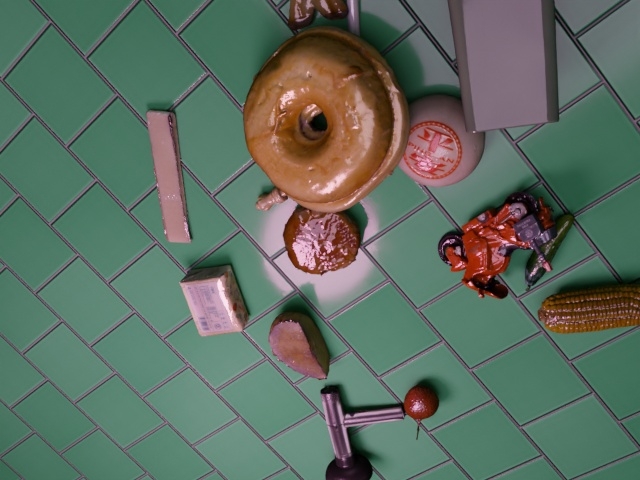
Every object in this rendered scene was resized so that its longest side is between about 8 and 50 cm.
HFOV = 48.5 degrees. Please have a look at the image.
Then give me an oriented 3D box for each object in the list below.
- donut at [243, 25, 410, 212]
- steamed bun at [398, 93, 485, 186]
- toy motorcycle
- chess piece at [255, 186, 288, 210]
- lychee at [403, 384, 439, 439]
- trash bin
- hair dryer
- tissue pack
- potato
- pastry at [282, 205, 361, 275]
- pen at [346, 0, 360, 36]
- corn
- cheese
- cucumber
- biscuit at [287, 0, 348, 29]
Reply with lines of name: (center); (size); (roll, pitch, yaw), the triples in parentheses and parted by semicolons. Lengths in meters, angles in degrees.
donut: (0.010, -0.284, 1.710); (0.448, 0.198, 0.449); (11, 112, 28)
steamed bun: (0.284, -0.235, 1.735); (0.231, 0.145, 0.232); (6, 118, 11)
toy motorcycle: (0.464, 0.026, 1.828); (0.325, 0.147, 0.221); (-35, 81, 36)
chess piece: (-0.107, -0.128, 1.941); (0.172, 0.060, 0.060); (-27, 107, 27)
lychee: (0.297, 0.495, 2.129); (0.101, 0.114, 0.140); (36, 140, 24)
trash bin: (0.407, -0.422, 1.564); (0.222, 0.158, 0.344); (-6, 103, 16)
hair dryer: (0.140, 0.618, 2.210); (0.283, 0.155, 0.321); (4, 109, 24)
tissue pack: (-0.314, 0.179, 2.126); (0.148, 0.092, 0.196); (-8, 116, 18)
potato: (-0.070, 0.307, 2.129); (0.138, 0.098, 0.243); (-13, 119, 23)
pastry: (0.000, 0.000, 1.953); (0.218, 0.100, 0.229); (36, 114, -10)
pen: (0.078, -0.549, 1.691); (0.033, 0.033, 0.269); (2, 118, 13)
corn: (0.753, 0.175, 1.848); (0.363, 0.120, 0.121); (-7, 115, 13)
cheese: (-0.426, -0.173, 2.009); (0.085, 0.034, 0.401); (5, 117, 16)
cucumber: (0.583, 0.032, 1.850); (0.056, 0.056, 0.250); (23, 117, 2)
biscuit: (-0.030, -0.612, 1.671); (0.164, 0.047, 0.208); (-7, 115, 23)
